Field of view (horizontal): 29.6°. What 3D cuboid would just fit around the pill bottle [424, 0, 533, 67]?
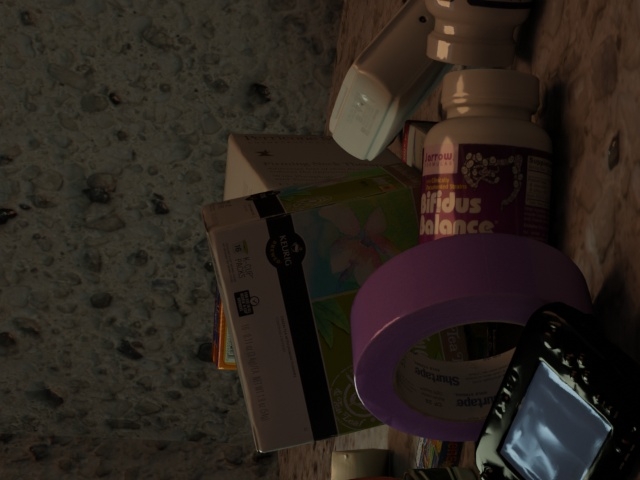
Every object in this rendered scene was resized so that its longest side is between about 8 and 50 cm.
[{"bbox_3d":[0.224,-0.379,1.673,0.153,0.153,0.264,-109,24,-71],"label":"pill bottle"}]

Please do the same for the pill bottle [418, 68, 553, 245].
[{"bbox_3d":[0.211,-0.061,1.553,0.169,0.169,0.301,158,115,-82],"label":"pill bottle"}]

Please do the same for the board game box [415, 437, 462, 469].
[{"bbox_3d":[0.196,0.324,1.984,0.136,0.035,0.201,-100,15,-60],"label":"board game box"}]

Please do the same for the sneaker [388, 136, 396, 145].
[{"bbox_3d":[0.145,-0.266,2.621,0.071,0.066,0.188,76,-164,-54],"label":"sneaker"}]

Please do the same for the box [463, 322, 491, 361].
[{"bbox_3d":[0.227,0.163,1.809,0.179,0.043,0.105,-102,18,-70],"label":"box"}]

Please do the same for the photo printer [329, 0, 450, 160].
[{"bbox_3d":[0.151,-0.296,1.917,0.307,0.107,0.256,-50,-6,-23],"label":"photo printer"}]

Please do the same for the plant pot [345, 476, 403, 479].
[{"bbox_3d":[0.091,0.562,1.909,0.272,0.273,0.265,-102,9,-64],"label":"plant pot"}]

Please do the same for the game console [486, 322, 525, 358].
[{"bbox_3d":[0.264,0.173,1.643,0.107,0.071,0.122,35,-126,-63],"label":"game console"}]

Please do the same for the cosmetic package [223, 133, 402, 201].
[{"bbox_3d":[0.000,0.000,2.341,0.393,0.330,0.327,-128,41,-65],"label":"cosmetic package"}]

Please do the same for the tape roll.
[{"bbox_3d":[0.172,0.114,1.359,0.274,0.275,0.090,102,170,-47],"label":"tape roll"}]

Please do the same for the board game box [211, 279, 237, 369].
[{"bbox_3d":[-0.058,0.111,2.773,0.356,0.356,0.356,171,102,-83],"label":"board game box"}]

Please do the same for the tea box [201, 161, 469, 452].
[{"bbox_3d":[0.022,0.087,1.743,0.220,0.324,0.328,-128,24,-77],"label":"tea box"}]

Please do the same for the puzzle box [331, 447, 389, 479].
[{"bbox_3d":[0.072,0.607,2.324,0.272,0.052,0.408,30,-118,-72],"label":"puzzle box"}]

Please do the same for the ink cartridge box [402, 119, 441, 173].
[{"bbox_3d":[0.201,-0.132,1.817,0.175,0.128,0.072,-116,31,-75],"label":"ink cartridge box"}]

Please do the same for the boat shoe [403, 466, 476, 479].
[{"bbox_3d":[0.181,0.438,1.718,0.335,0.119,0.121,-106,21,-69],"label":"boat shoe"}]

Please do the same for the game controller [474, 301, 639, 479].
[{"bbox_3d":[0.255,0.207,1.288,0.166,0.067,0.319,53,149,32],"label":"game controller"}]
